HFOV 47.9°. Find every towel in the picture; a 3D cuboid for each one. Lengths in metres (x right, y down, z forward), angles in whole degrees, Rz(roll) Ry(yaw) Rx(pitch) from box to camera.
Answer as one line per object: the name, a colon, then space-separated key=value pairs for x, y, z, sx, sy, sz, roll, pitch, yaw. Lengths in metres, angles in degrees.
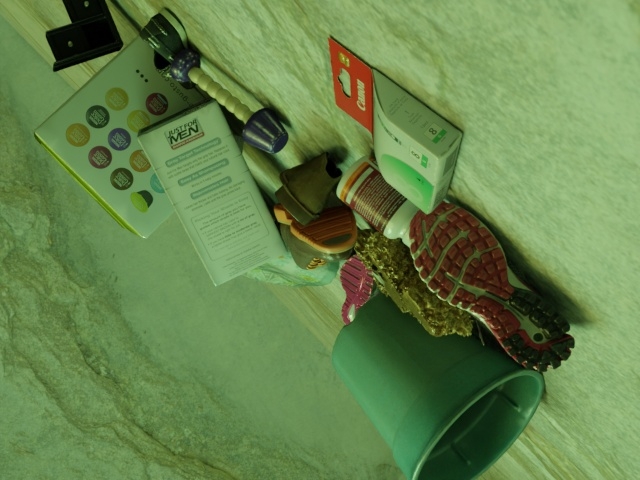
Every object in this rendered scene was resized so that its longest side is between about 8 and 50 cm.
towel: x=-0.153 y=0.050 z=2.006 sx=0.320 sy=0.090 sz=0.374 roll=18 pitch=166 yaw=-17

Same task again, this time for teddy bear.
teddy bear: x=0.173 y=0.064 z=1.358 sx=0.245 sy=0.113 sz=0.338 roll=53 pitch=175 yaw=-8

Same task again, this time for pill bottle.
pill bottle: x=0.106 y=-0.059 z=1.140 sx=0.152 sy=0.086 sz=0.086 roll=41 pitch=168 yaw=16

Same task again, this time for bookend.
bookend: x=-0.532 y=-0.468 z=1.559 sx=0.072 sy=0.156 sz=0.157 roll=10 pitch=122 yaw=69

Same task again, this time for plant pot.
plant pot: x=0.217 y=0.289 z=1.486 sx=0.334 sy=0.341 sz=0.341 roll=45 pitch=172 yaw=38

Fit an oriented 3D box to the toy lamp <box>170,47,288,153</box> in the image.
toy lamp: x=-0.173 y=-0.263 z=1.382 sx=0.274 sy=0.080 sz=0.080 roll=40 pitch=168 yaw=20

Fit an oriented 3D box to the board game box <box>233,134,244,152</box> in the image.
board game box: x=-0.224 y=-0.200 z=1.651 sx=0.089 sy=0.090 sz=0.020 roll=7 pitch=-172 yaw=-10

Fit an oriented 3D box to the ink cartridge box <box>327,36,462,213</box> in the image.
ink cartridge box: x=0.084 y=-0.151 z=0.981 sx=0.224 sy=0.056 sz=0.181 roll=38 pitch=167 yaw=16

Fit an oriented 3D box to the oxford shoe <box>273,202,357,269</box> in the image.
oxford shoe: x=0.000 y=0.000 z=1.497 sx=0.363 sy=0.129 sz=0.133 roll=-138 pitch=35 yaw=-70

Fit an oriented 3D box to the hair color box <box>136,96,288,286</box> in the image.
hair color box: x=-0.236 y=-0.108 z=1.599 sx=0.113 sy=0.185 sz=0.375 roll=-123 pitch=8 yaw=-69

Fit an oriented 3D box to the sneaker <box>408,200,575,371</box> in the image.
sneaker: x=0.242 y=0.069 z=1.073 sx=0.299 sy=0.121 sz=0.112 roll=49 pitch=-171 yaw=-1

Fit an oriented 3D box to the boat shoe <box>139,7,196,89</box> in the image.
boat shoe: x=-0.303 y=-0.369 z=1.449 sx=0.084 sy=0.079 sz=0.233 roll=39 pitch=169 yaw=14

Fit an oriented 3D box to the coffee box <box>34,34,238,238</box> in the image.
coffee box: x=-0.456 y=-0.244 z=1.756 sx=0.338 sy=0.334 sz=0.338 roll=48 pitch=167 yaw=-20

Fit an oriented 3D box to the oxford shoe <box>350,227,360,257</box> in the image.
oxford shoe: x=0.045 y=0.015 z=1.640 sx=0.076 sy=0.076 sz=0.212 roll=40 pitch=170 yaw=8

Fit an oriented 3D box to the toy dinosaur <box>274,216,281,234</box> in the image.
toy dinosaur: x=-0.077 y=0.009 z=2.072 sx=0.183 sy=0.053 sz=0.093 roll=38 pitch=166 yaw=25

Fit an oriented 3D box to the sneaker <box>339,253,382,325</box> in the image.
sneaker: x=0.115 y=0.109 z=1.679 sx=0.103 sy=0.111 sz=0.252 roll=41 pitch=146 yaw=30

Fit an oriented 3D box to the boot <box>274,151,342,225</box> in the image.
boot: x=-0.008 y=-0.108 z=1.349 sx=0.112 sy=0.115 sz=0.305 roll=45 pitch=-173 yaw=-8
